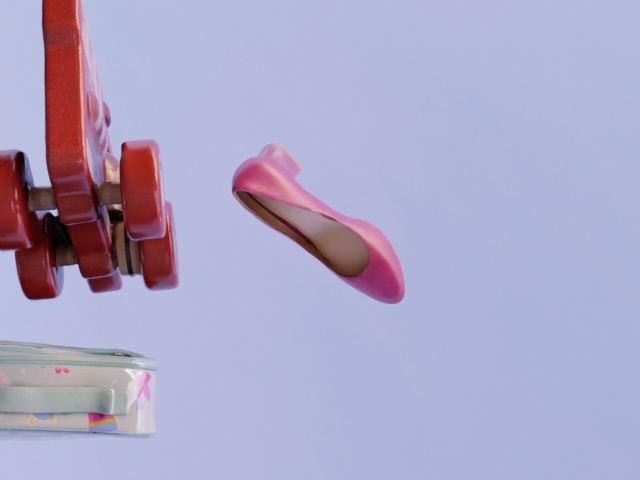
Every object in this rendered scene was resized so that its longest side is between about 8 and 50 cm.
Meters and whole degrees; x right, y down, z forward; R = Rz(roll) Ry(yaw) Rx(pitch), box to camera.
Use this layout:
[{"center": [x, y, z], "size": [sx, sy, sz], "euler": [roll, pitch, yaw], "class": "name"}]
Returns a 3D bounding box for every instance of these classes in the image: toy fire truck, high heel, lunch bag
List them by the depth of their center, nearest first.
[{"center": [-0.250, -0.084, 1.012], "size": [0.169, 0.302, 0.254], "euler": [-5, -116, -5], "class": "toy fire truck"}, {"center": [0.000, 0.000, 1.042], "size": [0.082, 0.117, 0.244], "euler": [-32, -76, 30], "class": "high heel"}, {"center": [-0.322, 0.169, 1.047], "size": [0.224, 0.279, 0.108], "euler": [-22, -115, 60], "class": "lunch bag"}]
